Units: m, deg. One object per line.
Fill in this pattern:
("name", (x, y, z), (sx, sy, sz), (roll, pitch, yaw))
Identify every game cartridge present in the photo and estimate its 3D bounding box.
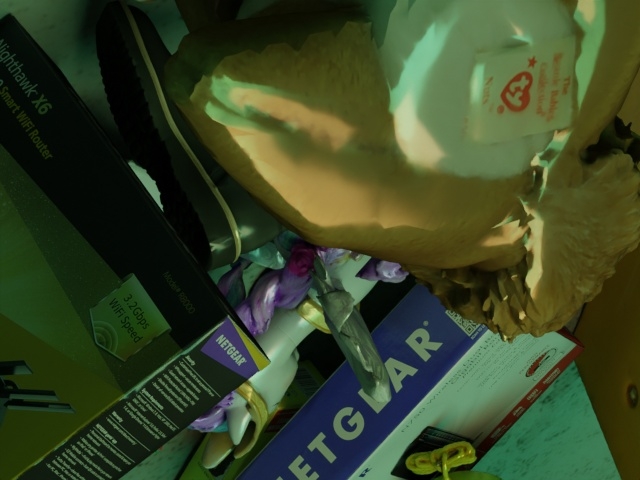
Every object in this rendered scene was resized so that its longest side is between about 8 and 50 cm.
("game cartridge", (0.350, 0.102, 1.935), (0.052, 0.285, 0.324), (0, 136, -18))

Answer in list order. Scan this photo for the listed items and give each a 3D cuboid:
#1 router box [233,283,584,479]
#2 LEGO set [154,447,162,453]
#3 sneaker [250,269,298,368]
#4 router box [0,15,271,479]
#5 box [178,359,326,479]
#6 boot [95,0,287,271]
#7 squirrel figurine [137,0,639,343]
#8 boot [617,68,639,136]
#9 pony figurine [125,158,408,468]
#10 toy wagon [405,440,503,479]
("router box", (0.080, 0.179, 1.879), (0.335, 0.082, 0.301), (-48, 158, 7))
("LEGO set", (-0.187, 0.129, 1.672), (0.182, 0.060, 0.244), (-33, 130, -7))
("sneaker", (-0.035, 0.089, 1.743), (0.063, 0.073, 0.162), (2, 131, -44))
("router box", (-0.215, 0.034, 1.288), (0.243, 0.309, 0.081), (-38, 147, -1))
("box", (-0.076, 0.217, 1.874), (0.087, 0.058, 0.232), (-2, 133, -46))
("boot", (-0.062, -0.087, 1.361), (0.137, 0.198, 0.077), (-21, 171, -23))
("squirrel figurine", (0.026, -0.131, 1.197), (0.281, 0.370, 0.397), (-45, 130, -5))
("boot", (0.173, -0.079, 1.461), (0.283, 0.109, 0.220), (-64, 166, 2))
("pony figurine", (0.000, 0.000, 1.531), (0.363, 0.303, 0.351), (-48, 158, -12))
("toy wagon", (0.180, 0.306, 1.885), (0.267, 0.068, 0.344), (-17, 139, 22))
